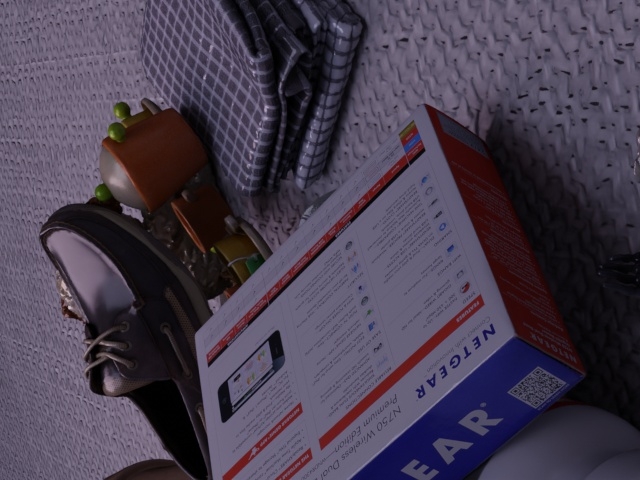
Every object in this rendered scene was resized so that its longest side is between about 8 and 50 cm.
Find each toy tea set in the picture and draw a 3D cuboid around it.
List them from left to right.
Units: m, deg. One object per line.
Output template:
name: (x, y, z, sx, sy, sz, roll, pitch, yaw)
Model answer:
toy tea set: (-0.152, -0.006, 1.527, 0.336, 0.124, 0.200, 56, 170, -8)

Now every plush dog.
plush dog: (-0.223, 0.028, 1.679, 0.210, 0.225, 0.262, 53, 145, 32)

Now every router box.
router box: (0.035, 0.096, 1.144, 0.335, 0.082, 0.301, -44, 34, 24)

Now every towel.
towel: (-0.093, -0.209, 1.437, 0.283, 0.121, 0.235, 54, 147, 30)

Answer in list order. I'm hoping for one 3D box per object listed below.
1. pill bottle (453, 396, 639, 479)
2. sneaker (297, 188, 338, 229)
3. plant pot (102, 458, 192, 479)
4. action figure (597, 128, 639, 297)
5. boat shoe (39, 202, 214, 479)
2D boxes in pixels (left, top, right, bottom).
pill bottle: (0.161, 0.227, 1.138, 0.363, 0.210, 0.210, 10, 114, 57)
sneaker: (0.000, 0.000, 1.454, 0.054, 0.061, 0.152, 37, 120, 10)
plant pot: (-0.162, 0.389, 1.783, 0.229, 0.263, 0.263, -37, 72, 42)
action figure: (0.284, -0.008, 0.875, 0.275, 0.141, 0.164, 117, 141, -53)
boat shoe: (-0.186, 0.116, 1.465, 0.355, 0.130, 0.132, 50, 137, -7)
